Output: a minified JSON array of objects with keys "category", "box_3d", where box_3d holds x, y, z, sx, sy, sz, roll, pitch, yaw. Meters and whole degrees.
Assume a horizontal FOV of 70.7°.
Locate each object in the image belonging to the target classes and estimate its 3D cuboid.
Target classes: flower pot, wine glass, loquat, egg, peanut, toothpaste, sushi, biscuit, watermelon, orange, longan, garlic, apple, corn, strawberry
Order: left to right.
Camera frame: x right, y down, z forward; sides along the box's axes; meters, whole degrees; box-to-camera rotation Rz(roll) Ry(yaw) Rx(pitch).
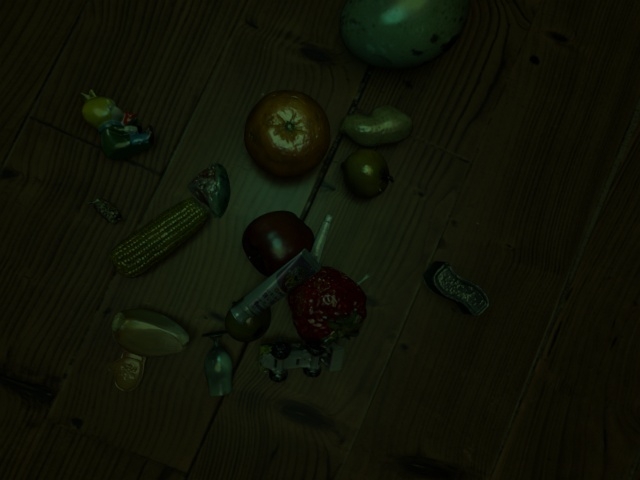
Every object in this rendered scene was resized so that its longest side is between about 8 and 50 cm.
[{"category":"sushi","box_3d":[-0.707,-0.098,1.495,0.120,0.055,0.052,45,78,-4]},{"category":"biscuit","box_3d":[-0.644,0.429,1.494,0.118,0.023,0.139,9,87,-6]},{"category":"garlic","box_3d":[-0.538,0.300,1.442,0.245,0.164,0.145,19,69,-10]},{"category":"corn","box_3d":[-0.523,-0.012,1.475,0.345,0.131,0.131,-39,92,-7]},{"category":"watermelon","box_3d":[-0.381,-0.171,1.528,0.140,0.071,0.186,1,88,-2]},{"category":"wine glass","box_3d":[-0.339,0.407,1.492,0.093,0.093,0.202,-5,88,-6]},{"category":"longan","box_3d":[-0.244,0.252,1.491,0.155,0.145,0.176,-26,50,-24]},{"category":"toothpaste","box_3d":[-0.137,0.144,1.379,0.299,0.073,0.114,-37,133,2]},{"category":"apple","box_3d":[-0.140,0.010,1.472,0.234,0.234,0.233,0,87,-6]},{"category":"orange","box_3d":[-0.107,-0.346,1.482,0.284,0.226,0.283,0,89,-1]},{"category":"toothpaste","box_3d":[0.000,0.000,1.577,0.048,0.031,0.190,21,89,-7]},{"category":"strawberry","box_3d":[0.008,0.195,1.469,0.257,0.257,0.277,-37,55,-6]},{"category":"loquat","box_3d":[0.149,-0.231,1.543,0.149,0.172,0.205,-44,48,-18]},{"category":"peanut","box_3d":[0.194,-0.396,1.571,0.254,0.122,0.136,-11,79,-2]},{"category":"egg","box_3d":[0.272,-0.743,1.483,0.429,0.345,0.344,-15,89,7]},{"category":"flower pot","box_3d":[0.475,0.172,1.579,0.229,0.108,0.103,37,85,-2]}]

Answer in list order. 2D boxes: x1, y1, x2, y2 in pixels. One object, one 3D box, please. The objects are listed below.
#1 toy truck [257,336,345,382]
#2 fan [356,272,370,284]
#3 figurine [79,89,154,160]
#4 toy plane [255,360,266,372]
[{"category":"toy truck","box_3d":[-0.066,0.384,1.509,0.286,0.111,0.136,1,118,-15]},{"category":"fan","box_3d":[0.090,0.187,1.587,0.220,0.009,0.132,-38,92,-6]},{"category":"figurine","box_3d":[-0.668,-0.395,1.483,0.185,0.127,0.234,-26,80,-11]},{"category":"toy plane","box_3d":[-0.180,0.422,1.541,0.085,0.024,0.077,33,70,-11]}]
